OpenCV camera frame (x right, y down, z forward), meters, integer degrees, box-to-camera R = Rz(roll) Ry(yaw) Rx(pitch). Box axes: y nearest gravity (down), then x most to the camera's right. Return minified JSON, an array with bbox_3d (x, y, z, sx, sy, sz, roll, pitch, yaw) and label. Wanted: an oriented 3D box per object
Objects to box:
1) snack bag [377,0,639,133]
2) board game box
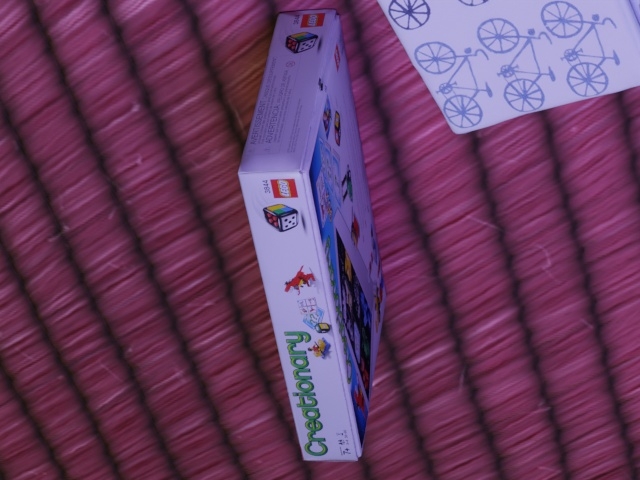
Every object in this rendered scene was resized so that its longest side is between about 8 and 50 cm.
[{"bbox_3d":[0.185,-0.233,1.314,0.342,0.037,0.323,-14,130,23],"label":"snack bag"},{"bbox_3d":[0.000,0.000,1.465,0.053,0.193,0.305,-1,132,11],"label":"board game box"}]
